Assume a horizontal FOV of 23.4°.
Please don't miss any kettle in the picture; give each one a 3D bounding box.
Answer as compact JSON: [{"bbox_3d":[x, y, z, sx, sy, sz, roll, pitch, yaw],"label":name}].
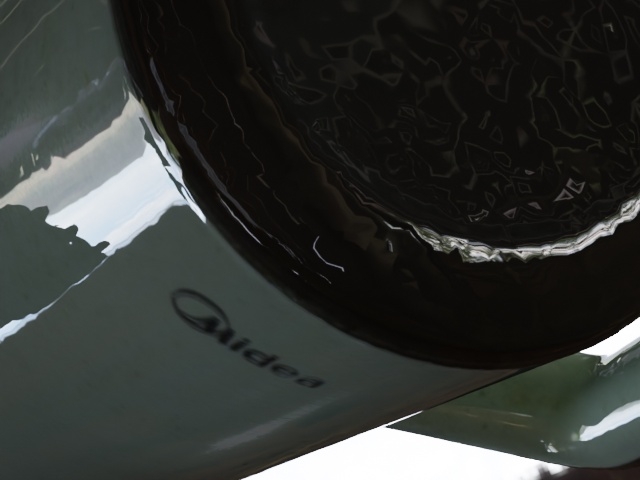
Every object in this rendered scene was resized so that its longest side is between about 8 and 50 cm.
[{"bbox_3d":[0.000,0.000,0.619,0.376,0.361,0.250,-28,-146,58],"label":"kettle"}]
